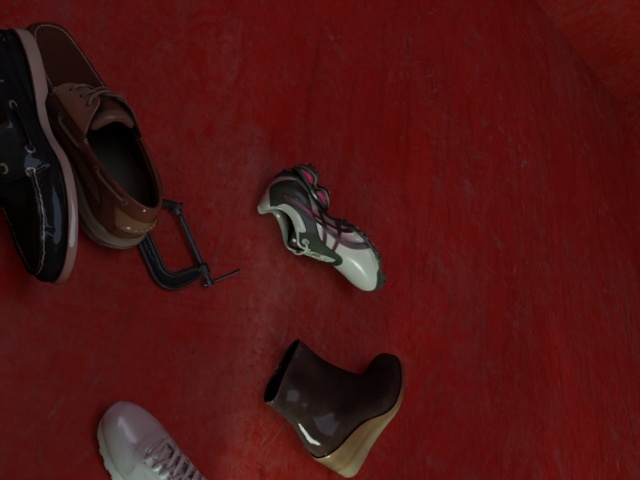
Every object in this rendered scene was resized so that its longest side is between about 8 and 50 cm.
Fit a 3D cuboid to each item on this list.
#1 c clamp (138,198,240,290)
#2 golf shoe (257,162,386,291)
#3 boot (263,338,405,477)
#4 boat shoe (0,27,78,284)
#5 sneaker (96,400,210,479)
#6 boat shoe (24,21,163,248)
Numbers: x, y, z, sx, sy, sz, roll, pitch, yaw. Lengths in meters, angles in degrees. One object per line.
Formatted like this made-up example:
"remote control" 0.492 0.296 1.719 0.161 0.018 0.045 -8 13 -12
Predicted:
"c clamp" -0.206 0.005 0.982 0.137 0.022 0.161 -31 95 -43
"golf shoe" 0.000 0.000 1.162 0.273 0.105 0.120 50 58 -10
"boot" 0.032 0.226 1.073 0.207 0.090 0.248 51 46 -20
"boat shoe" -0.372 -0.106 0.775 0.113 0.127 0.340 -2 71 -46
"sneaker" -0.180 0.292 0.814 0.090 0.094 0.235 -39 99 -47
"boat shoe" -0.293 -0.153 0.883 0.123 0.116 0.324 -25 87 -50
